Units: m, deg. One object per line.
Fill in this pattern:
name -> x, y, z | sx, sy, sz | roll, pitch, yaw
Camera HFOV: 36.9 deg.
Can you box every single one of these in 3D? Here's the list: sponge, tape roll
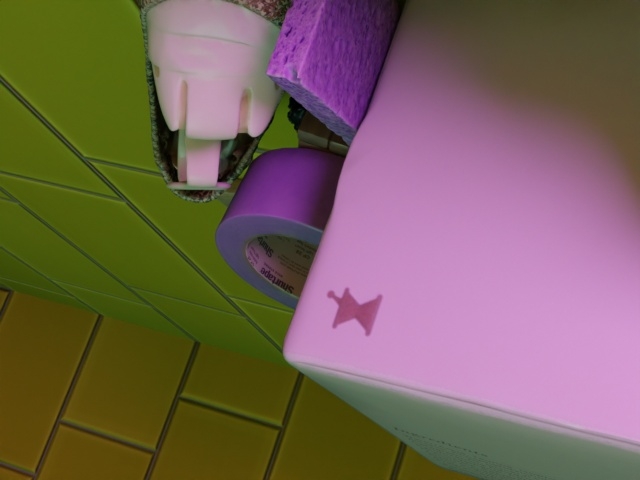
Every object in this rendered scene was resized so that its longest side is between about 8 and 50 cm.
sponge -> 0.026, -0.145, 0.749 | 0.031, 0.117, 0.210 | 13, 174, 23
tape roll -> 0.000, 0.000, 0.924 | 0.189, 0.080, 0.189 | 20, 153, 10

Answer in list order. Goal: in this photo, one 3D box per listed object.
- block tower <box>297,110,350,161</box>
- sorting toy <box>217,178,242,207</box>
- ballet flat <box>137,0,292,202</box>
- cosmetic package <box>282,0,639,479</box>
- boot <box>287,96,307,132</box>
block tower -> 0.027, -0.042, 1.014 | 0.091, 0.097, 0.335 | 20, 155, 8
sorting toy -> -0.005, 0.014, 1.391 | 0.257, 0.089, 0.255 | 8, 160, 34
ballet flat -> -0.088, -0.139, 0.845 | 0.164, 0.181, 0.483 | 13, 163, -6
cosmetic package -> 0.230, 0.040, 0.812 | 0.328, 0.329, 0.394 | 10, 162, 29
boot -> 0.024, -0.117, 1.029 | 0.099, 0.045, 0.121 | 7, 153, 27
